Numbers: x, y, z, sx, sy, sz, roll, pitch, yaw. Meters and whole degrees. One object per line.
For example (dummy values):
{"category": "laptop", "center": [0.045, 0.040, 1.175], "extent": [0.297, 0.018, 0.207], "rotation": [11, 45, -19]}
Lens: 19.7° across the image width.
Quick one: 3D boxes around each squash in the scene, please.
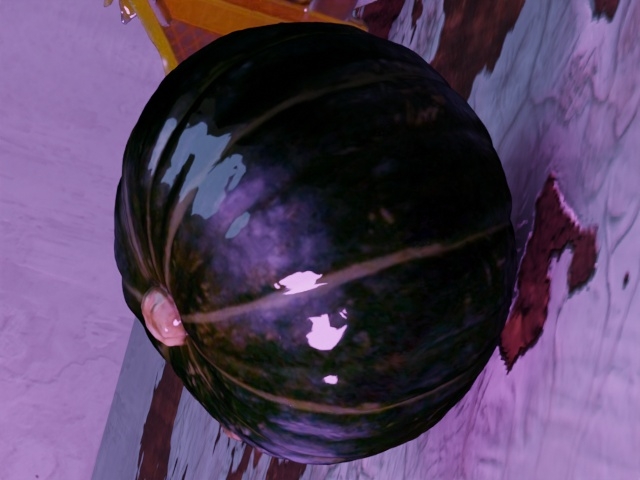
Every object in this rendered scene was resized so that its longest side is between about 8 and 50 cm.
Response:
{"category": "squash", "center": [-0.005, 0.000, 0.861], "extent": [0.172, 0.218, 0.218], "rotation": [-40, -4, -23]}

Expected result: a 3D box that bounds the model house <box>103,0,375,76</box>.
{"category": "model house", "center": [-0.113, -0.233, 1.320], "extent": [0.313, 0.358, 0.242], "rotation": [118, 163, -44]}
